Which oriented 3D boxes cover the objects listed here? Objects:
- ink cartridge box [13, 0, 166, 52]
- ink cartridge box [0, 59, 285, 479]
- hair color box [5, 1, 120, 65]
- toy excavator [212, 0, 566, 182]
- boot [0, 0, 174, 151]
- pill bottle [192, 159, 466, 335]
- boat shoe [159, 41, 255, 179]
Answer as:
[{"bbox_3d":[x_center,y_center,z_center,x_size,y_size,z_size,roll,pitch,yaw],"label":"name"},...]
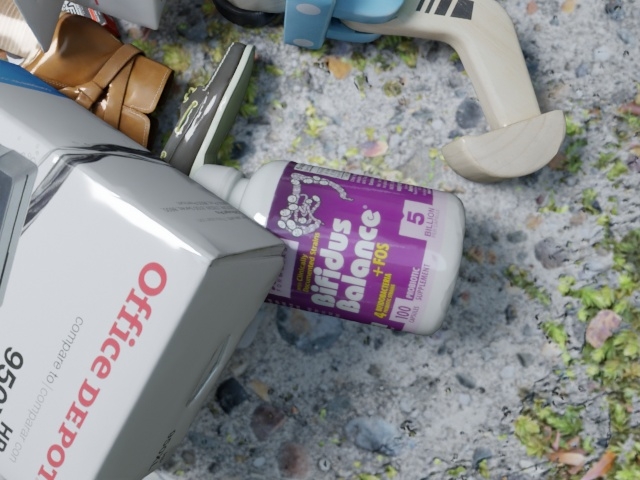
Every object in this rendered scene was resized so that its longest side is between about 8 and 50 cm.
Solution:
[{"bbox_3d":[-0.208,-0.382,0.583,0.119,0.207,0.353,15,77,-8],"label":"ink cartridge box"},{"bbox_3d":[-0.278,0.025,0.543,0.395,0.166,0.285,33,102,13],"label":"ink cartridge box"},{"bbox_3d":[-0.351,-0.283,0.732,0.141,0.043,0.072,-24,88,4],"label":"hair color box"},{"bbox_3d":[0.080,-0.305,0.634,0.445,0.222,0.433,7,90,-4],"label":"toy excavator"},{"bbox_3d":[-0.329,-0.144,0.710,0.220,0.109,0.283,22,99,-12],"label":"boot"},{"bbox_3d":[0.000,0.000,0.638,0.301,0.169,0.169,11,89,4],"label":"pill bottle"},{"bbox_3d":[-0.151,-0.152,0.695,0.068,0.081,0.228,24,93,0],"label":"boat shoe"}]
